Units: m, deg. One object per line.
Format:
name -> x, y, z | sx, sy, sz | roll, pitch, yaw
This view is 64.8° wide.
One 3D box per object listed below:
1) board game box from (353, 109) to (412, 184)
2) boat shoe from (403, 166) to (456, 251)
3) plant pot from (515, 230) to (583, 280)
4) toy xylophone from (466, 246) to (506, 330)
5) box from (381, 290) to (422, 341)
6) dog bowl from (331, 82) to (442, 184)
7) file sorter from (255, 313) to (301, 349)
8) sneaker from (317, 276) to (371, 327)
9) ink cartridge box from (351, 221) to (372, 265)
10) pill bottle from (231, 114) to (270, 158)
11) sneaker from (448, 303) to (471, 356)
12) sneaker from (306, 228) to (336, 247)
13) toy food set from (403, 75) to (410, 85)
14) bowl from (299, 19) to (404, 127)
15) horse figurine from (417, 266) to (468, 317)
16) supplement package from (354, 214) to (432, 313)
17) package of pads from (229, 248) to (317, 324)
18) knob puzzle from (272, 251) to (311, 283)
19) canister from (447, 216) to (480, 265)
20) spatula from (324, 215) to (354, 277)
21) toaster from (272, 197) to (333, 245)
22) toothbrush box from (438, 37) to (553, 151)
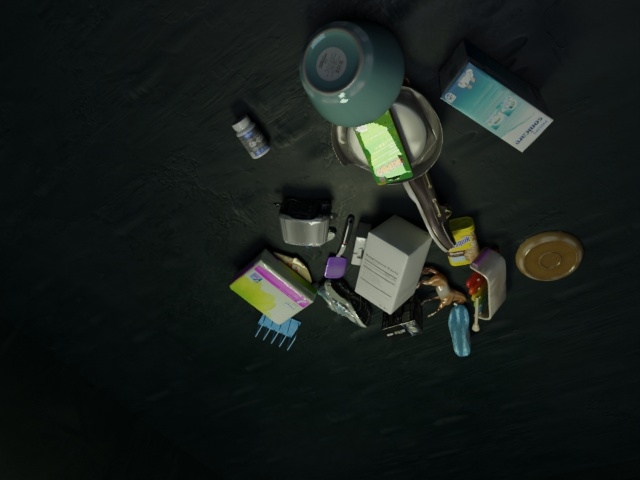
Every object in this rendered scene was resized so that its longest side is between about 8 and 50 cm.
board game box -> 0.193, -0.293, 1.570 | 0.124, 0.039, 0.259 | -12, 125, 24
boat shoe -> 0.391, -0.112, 1.733 | 0.097, 0.116, 0.324 | -28, 98, 20
plant pot -> 0.849, 0.067, 1.865 | 0.237, 0.032, 0.236 | 5, 127, 6
toy xylophone -> 0.613, 0.189, 1.883 | 0.081, 0.236, 0.322 | 25, 140, 39
box -> 0.334, 0.306, 2.050 | 0.147, 0.180, 0.077 | -21, 118, 23
dog bowl -> 0.213, -0.347, 1.609 | 0.349, 0.102, 0.348 | 7, 133, 8
file sorter -> -0.195, 0.401, 2.271 | 0.170, 0.104, 0.118 | 25, 127, -8
sneaker -> 0.102, 0.265, 2.128 | 0.122, 0.110, 0.283 | -28, 111, 41
ink cartridge box -> 0.157, 0.014, 1.912 | 0.056, 0.099, 0.135 | 10, 129, 2
pill bottle -> -0.237, -0.355, 1.718 | 0.078, 0.078, 0.137 | -22, 121, 25
sneaker -> 0.583, 0.365, 2.112 | 0.088, 0.092, 0.228 | -3, 107, 15
sneaker -> 0.000, 0.000, 1.957 | 0.135, 0.058, 0.052 | -20, 121, 23
toy food set -> 0.238, -0.476, 1.572 | 0.083, 0.020, 0.083 | -4, 126, 14
bowl -> 0.065, -0.485, 1.416 | 0.312, 0.163, 0.311 | 2, 94, 25
horse figurine -> 0.460, 0.194, 2.008 | 0.175, 0.066, 0.263 | -28, 113, 16
supplement package -> 0.267, 0.087, 1.864 | 0.175, 0.178, 0.292 | 33, 133, 27
package of pads -> -0.199, 0.201, 2.081 | 0.296, 0.101, 0.229 | 41, 123, -19
knob puzzle -> -0.127, 0.134, 2.101 | 0.213, 0.030, 0.213 | 5, 127, 7
canister -> 0.517, 0.006, 1.856 | 0.126, 0.073, 0.169 | -13, 125, 20
spatula -> 0.086, 0.029, 1.974 | 0.084, 0.030, 0.296 | 5, 127, -16
toaster -> -0.064, -0.067, 1.875 | 0.227, 0.129, 0.146 | 3, 130, 6
toothbrush box -> 0.494, -0.419, 1.445 | 0.296, 0.216, 0.126 | 28, 127, -12
